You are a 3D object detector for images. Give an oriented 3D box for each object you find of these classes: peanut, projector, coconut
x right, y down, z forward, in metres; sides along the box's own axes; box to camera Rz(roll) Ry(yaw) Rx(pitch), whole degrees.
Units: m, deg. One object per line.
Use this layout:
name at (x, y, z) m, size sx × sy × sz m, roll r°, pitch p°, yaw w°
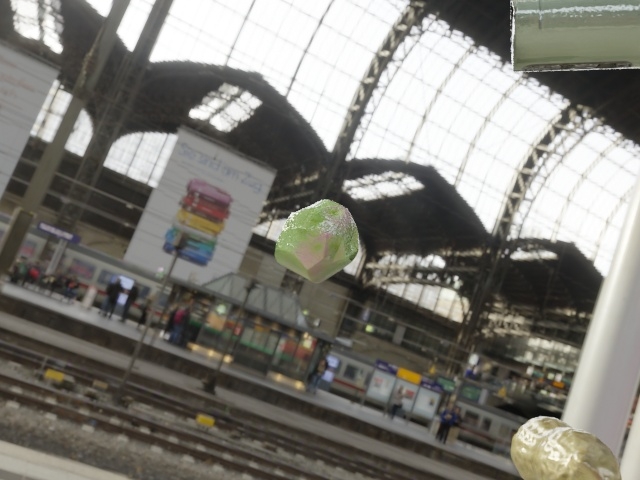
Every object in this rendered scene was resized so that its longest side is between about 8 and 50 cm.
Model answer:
peanut at (0.374, 0.339, 1.054) m, size 0.123 × 0.124 × 0.257 m, roll 21°, pitch -7°, yaw -2°
projector at (0.429, -0.287, 0.937) m, size 0.337 × 0.108 × 0.108 m, roll 1°, pitch -15°, yaw 13°
coconut at (0.000, 0.000, 0.698) m, size 0.081 × 0.082 × 0.083 m, roll 21°, pitch 21°, yaw 27°
